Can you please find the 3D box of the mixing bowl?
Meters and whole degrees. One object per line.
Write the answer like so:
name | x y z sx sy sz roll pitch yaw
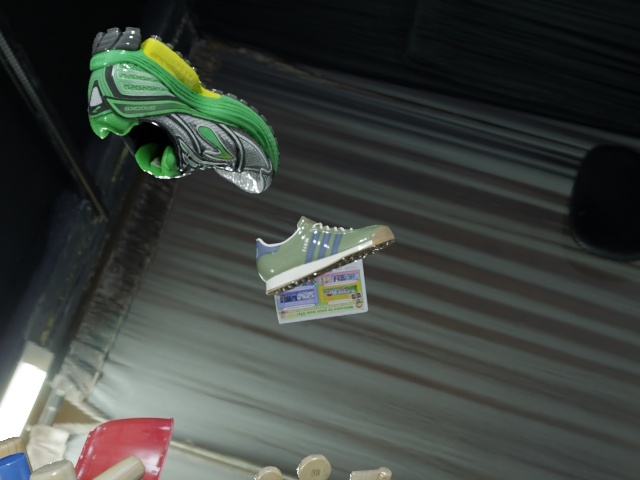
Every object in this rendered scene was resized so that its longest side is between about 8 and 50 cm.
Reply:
mixing bowl | -0.268 0.304 0.941 0.181 0.098 0.181 -159 90 -77

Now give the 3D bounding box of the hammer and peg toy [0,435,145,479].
hammer and peg toy | -0.296 0.274 0.595 0.361 0.266 0.127 -11 95 54

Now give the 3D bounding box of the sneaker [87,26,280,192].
sneaker | -0.185 -0.136 0.987 0.344 0.134 0.146 29 -115 -51

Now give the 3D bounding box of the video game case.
video game case | -0.005 0.089 1.687 0.023 0.213 0.193 -100 3 -73

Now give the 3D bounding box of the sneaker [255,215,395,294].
sneaker | 0.000 0.000 0.997 0.064 0.192 0.086 91 156 -76

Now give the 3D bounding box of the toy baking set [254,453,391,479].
toy baking set | -0.028 0.336 0.808 0.256 0.197 0.030 -53 24 6
